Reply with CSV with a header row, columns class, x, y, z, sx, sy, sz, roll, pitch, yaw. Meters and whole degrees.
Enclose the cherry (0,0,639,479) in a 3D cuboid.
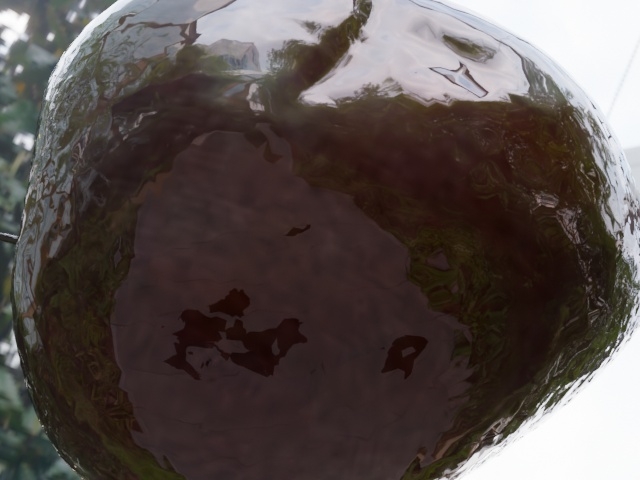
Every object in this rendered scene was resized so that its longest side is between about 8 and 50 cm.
class,x,y,z,sx,sy,sz,roll,pitch,yaw
cherry,0.000,0.000,0.586,0.307,0.261,0.221,2,-39,1
